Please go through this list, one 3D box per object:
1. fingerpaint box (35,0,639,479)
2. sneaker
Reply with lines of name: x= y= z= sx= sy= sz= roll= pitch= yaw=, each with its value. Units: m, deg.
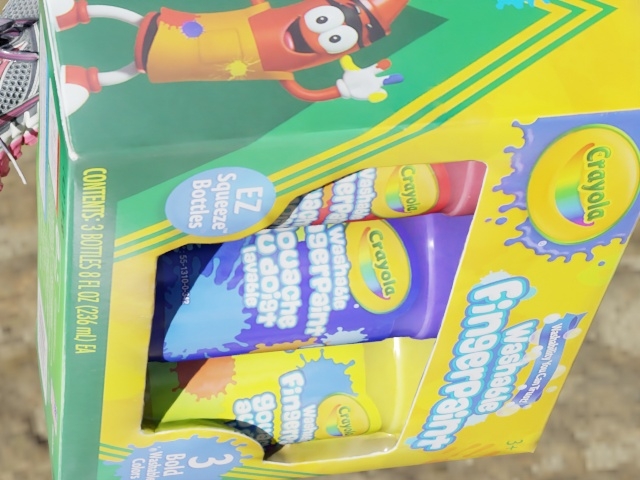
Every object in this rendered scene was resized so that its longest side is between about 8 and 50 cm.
fingerpaint box: x=0.000 y=0.000 z=1.330 sx=0.371 sy=0.445 sz=0.163 roll=-5 pitch=57 yaw=-13
sneaker: x=-0.250 y=-0.113 z=1.435 sx=0.120 sy=0.112 sz=0.299 roll=-5 pitch=41 yaw=41
